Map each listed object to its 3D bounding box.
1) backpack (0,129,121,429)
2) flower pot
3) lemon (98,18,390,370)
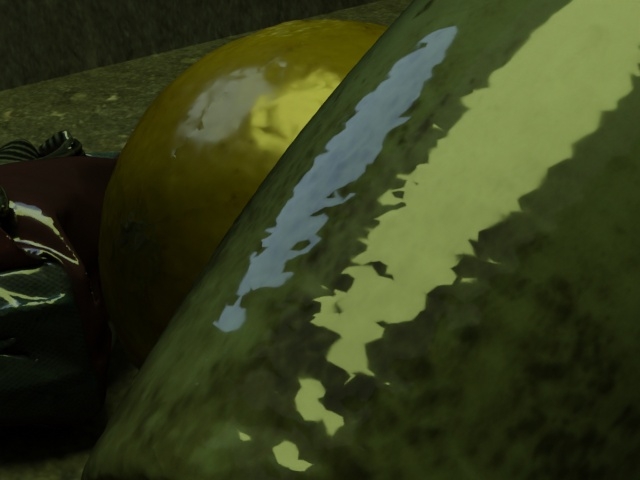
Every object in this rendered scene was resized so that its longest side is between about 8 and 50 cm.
[{"bbox_3d":[-0.296,0.036,1.341,0.317,0.197,0.283,-9,19,9],"label":"backpack"},{"bbox_3d":[0.079,0.064,0.817,0.293,0.294,0.330,8,50,47],"label":"flower pot"},{"bbox_3d":[0.000,0.000,1.147,0.297,0.297,0.297,-10,17,3],"label":"lemon"}]
